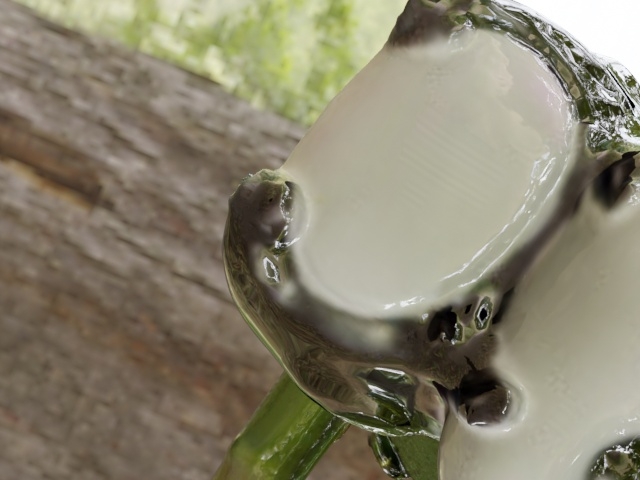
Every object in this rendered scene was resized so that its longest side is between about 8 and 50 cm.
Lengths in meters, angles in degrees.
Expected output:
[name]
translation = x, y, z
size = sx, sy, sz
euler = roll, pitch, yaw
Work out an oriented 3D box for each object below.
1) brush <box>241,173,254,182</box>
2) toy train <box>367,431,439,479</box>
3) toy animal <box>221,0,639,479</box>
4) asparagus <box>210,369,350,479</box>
[brush]
translation = 0.000, 0.000, 1.361
size = 0.205, 0.011, 0.083
euler = 4, 82, -62
[toy train]
translation = 0.125, 0.207, 1.562
size = 0.090, 0.225, 0.137
euler = -29, 173, 22
[toy animal]
translation = 0.134, 0.036, 0.912
size = 0.251, 0.310, 0.251
euler = -42, 158, -21
[asparagus]
translation = -0.003, 0.105, 1.289
size = 0.277, 0.067, 0.060
euler = -53, -157, 5
